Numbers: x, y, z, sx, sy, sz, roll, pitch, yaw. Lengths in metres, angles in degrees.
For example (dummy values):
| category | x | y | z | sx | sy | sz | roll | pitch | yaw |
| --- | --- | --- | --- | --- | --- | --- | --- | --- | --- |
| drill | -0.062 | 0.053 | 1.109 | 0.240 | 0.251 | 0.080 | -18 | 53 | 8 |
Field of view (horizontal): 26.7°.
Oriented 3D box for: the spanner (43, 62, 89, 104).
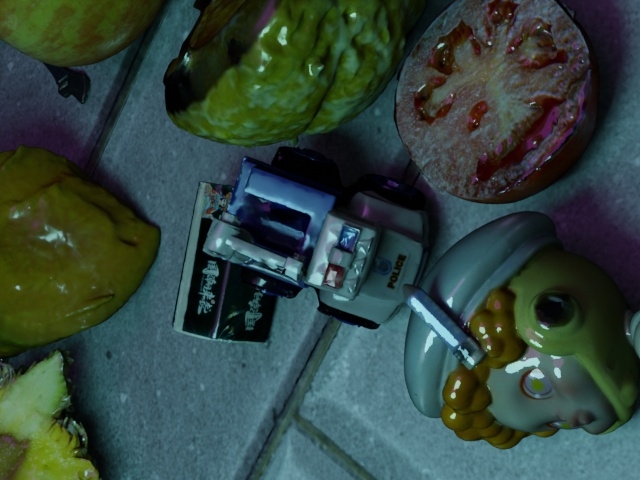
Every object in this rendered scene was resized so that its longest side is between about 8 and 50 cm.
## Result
| category | x | y | z | sx | sy | sz | roll | pitch | yaw |
| --- | --- | --- | --- | --- | --- | --- | --- | --- | --- |
| spanner | -0.361 | -0.246 | 1.795 | 0.046 | 0.012 | 0.208 | -53 | 56 | 18 |

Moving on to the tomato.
| category | x | y | z | sx | sy | sz | roll | pitch | yaw |
| --- | --- | --- | --- | --- | --- | --- | --- | --- | --- |
| tomato | 0.181 | -0.140 | 1.317 | 0.225 | 0.085 | 0.225 | -9 | 75 | 39 |

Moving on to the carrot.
| category | x | y | z | sx | sy | sz | roll | pitch | yaw |
| --- | --- | --- | --- | --- | --- | --- | --- | --- | --- |
| carrot | -0.397 | 0.027 | 1.643 | 0.340 | 0.241 | 0.241 | -21 | 71 | 35 |

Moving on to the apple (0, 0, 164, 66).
| category | x | y | z | sx | sy | sz | roll | pitch | yaw |
| --- | --- | --- | --- | --- | --- | --- | --- | --- | --- |
| apple | -0.309 | -0.361 | 1.605 | 0.301 | 0.301 | 0.302 | -6 | 80 | 37 |

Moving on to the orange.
| category | x | y | z | sx | sy | sz | roll | pitch | yaw |
| --- | --- | --- | --- | --- | --- | --- | --- | --- | --- |
| orange | -0.003 | -0.245 | 1.376 | 0.271 | 0.210 | 0.369 | -22 | 40 | 64 |

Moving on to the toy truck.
| category | x | y | z | sx | sy | sz | roll | pitch | yaw |
| --- | --- | --- | --- | --- | --- | --- | --- | --- | --- |
| toy truck | 0.000 | 0.000 | 1.354 | 0.213 | 0.177 | 0.161 | 19 | 96 | 5 |

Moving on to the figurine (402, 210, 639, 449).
| category | x | y | z | sx | sy | sz | roll | pitch | yaw |
| --- | --- | --- | --- | --- | --- | --- | --- | --- | --- |
| figurine | 0.266 | 0.079 | 1.198 | 0.381 | 0.224 | 0.205 | 1 | 60 | 14 |

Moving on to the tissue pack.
| category | x | y | z | sx | sy | sz | roll | pitch | yaw |
| --- | --- | --- | --- | --- | --- | --- | --- | --- | --- |
| tissue pack | -0.097 | 0.026 | 1.494 | 0.090 | 0.103 | 0.170 | 12 | 91 | 34 |

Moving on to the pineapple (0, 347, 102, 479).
| category | x | y | z | sx | sy | sz | roll | pitch | yaw |
| --- | --- | --- | --- | --- | --- | --- | --- | --- | --- |
| pineapple | -0.363 | 0.282 | 1.653 | 0.344 | 0.209 | 0.286 | 27 | 72 | 13 |
